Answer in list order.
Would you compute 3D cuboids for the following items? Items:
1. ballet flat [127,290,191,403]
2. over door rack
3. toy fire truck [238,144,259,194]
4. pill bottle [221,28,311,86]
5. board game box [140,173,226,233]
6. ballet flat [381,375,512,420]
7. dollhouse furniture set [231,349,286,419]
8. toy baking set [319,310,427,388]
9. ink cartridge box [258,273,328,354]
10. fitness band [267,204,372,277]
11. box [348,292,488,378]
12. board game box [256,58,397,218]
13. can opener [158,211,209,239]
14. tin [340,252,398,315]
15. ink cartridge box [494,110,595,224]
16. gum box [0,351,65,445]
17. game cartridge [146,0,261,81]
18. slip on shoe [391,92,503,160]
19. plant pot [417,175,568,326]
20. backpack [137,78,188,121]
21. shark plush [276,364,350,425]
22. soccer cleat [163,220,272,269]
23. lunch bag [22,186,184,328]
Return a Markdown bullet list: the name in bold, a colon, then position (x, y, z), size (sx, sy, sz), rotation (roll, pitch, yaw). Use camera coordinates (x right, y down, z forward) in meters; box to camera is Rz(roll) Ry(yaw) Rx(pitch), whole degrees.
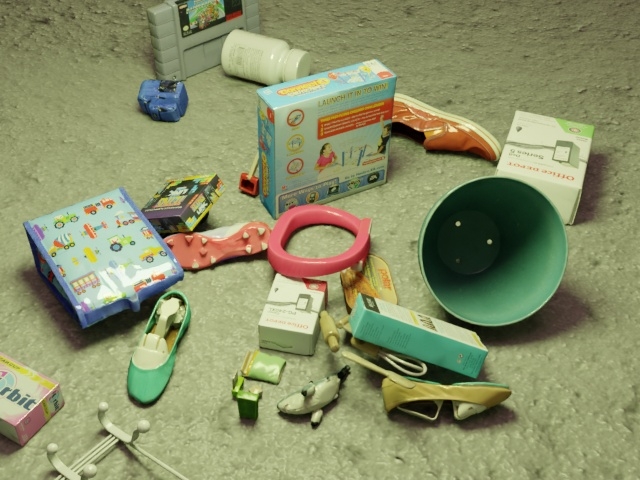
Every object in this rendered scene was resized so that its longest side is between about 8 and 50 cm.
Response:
- **ballet flat**: position (-0.306, 0.186, 1.544), size (0.083, 0.087, 0.247), rotation (8, 42, 6)
- **over door rack**: position (-0.322, 0.408, 1.278), size (0.324, 0.108, 0.239), rotation (29, 49, 27)
- **toy fire truck**: position (-0.125, -0.209, 1.962), size (0.047, 0.192, 0.135), rotation (22, 17, 20)
- **pill bottle**: position (-0.149, -0.503, 2.298), size (0.229, 0.131, 0.131), rotation (18, 44, 18)
- **board game box**: position (-0.308, -0.079, 1.789), size (0.170, 0.048, 0.141), rotation (-3, 40, 41)
- **ballet flat**: position (0.225, 0.289, 1.475), size (0.232, 0.080, 0.073), rotation (4, 69, 6)
- **dollhouse furniture set**: position (-0.117, 0.248, 1.502), size (0.076, 0.058, 0.151), rotation (11, 42, 9)
- **toy baking set**: position (0.094, 0.191, 1.511), size (0.197, 0.030, 0.256), rotation (15, 14, -7)
- **ink cartridge box**: position (-0.052, 0.144, 1.619), size (0.109, 0.063, 0.150), rotation (9, 41, 8)
- **fitness band**: position (0.000, 0.000, 1.749), size (0.209, 0.054, 0.291), rotation (4, 27, 10)
- **box**: position (0.178, 0.175, 1.515), size (0.244, 0.060, 0.100), rotation (19, 11, -7)
- **board game box**: position (0.012, -0.228, 1.864), size (0.308, 0.302, 0.086), rotation (-19, 45, -22)
- **can opener**: position (-0.312, -0.037, 1.821), size (0.059, 0.073, 0.186), rotation (32, 58, 19)
- **tin**: position (0.099, 0.099, 1.698), size (0.106, 0.040, 0.189), rotation (-6, 41, -3)
- **ink cartridge box**: position (0.534, -0.180, 1.970), size (0.198, 0.115, 0.273), rotation (14, 43, 14)
- **gum box**: position (-0.565, 0.270, 1.456), size (0.188, 0.062, 0.107), rotation (21, 45, 20)
- **game cartridge**: position (-0.319, -0.601, 2.329), size (0.355, 0.230, 0.068), rotation (-31, 51, -31)
- **slip on shoe**: position (0.303, -0.267, 2.081), size (0.331, 0.123, 0.101), rotation (25, 78, 17)
- **plant pot**: position (0.324, 0.012, 1.660), size (0.290, 0.290, 0.195), rotation (-2, 6, -5)
- **backpack**: position (-0.421, -0.371, 2.164), size (0.120, 0.098, 0.101), rotation (9, 62, 5)
- **shark plush**: position (-0.006, 0.263, 1.497), size (0.067, 0.073, 0.161), rotation (0, 35, 47)
- **soccer cleat**: position (-0.226, 0.006, 1.773), size (0.248, 0.083, 0.095), rotation (-11, 13, -7)
- **lunch bag**: position (-0.427, 0.045, 1.647), size (0.221, 0.138, 0.293), rotation (-24, 44, -26)
